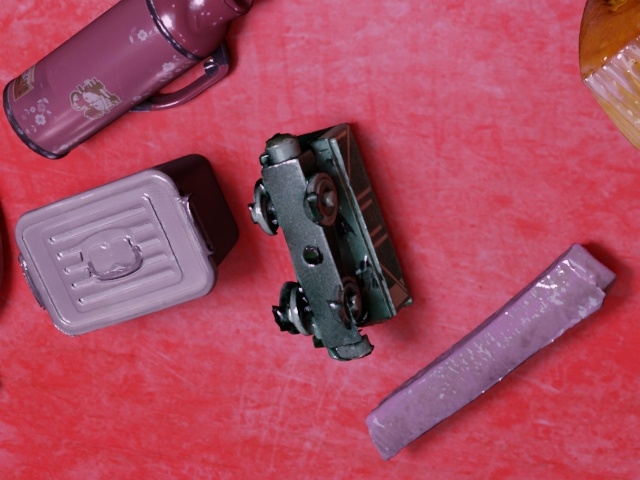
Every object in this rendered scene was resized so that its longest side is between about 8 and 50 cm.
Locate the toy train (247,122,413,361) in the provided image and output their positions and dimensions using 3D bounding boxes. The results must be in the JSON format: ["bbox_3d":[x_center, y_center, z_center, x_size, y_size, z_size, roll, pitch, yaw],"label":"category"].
[{"bbox_3d":[0.000,0.000,1.771,0.115,0.154,0.269,-15,104,23],"label":"toy train"}]

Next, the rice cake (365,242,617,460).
[{"bbox_3d":[0.189,0.130,1.804,0.072,0.056,0.365,47,118,-1],"label":"rice cake"}]

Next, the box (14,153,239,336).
[{"bbox_3d":[-0.219,-0.004,1.862,0.243,0.135,0.163,-19,103,24],"label":"box"}]

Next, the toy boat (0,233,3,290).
[{"bbox_3d":[-0.474,-0.037,1.965,0.141,0.092,0.319,-11,106,25],"label":"toy boat"}]

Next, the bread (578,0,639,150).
[{"bbox_3d":[0.337,-0.200,1.501,0.204,0.288,0.156,-39,98,23],"label":"bread"}]

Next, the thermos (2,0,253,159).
[{"bbox_3d":[-0.200,-0.206,1.792,0.330,0.109,0.136,-31,96,27],"label":"thermos"}]
